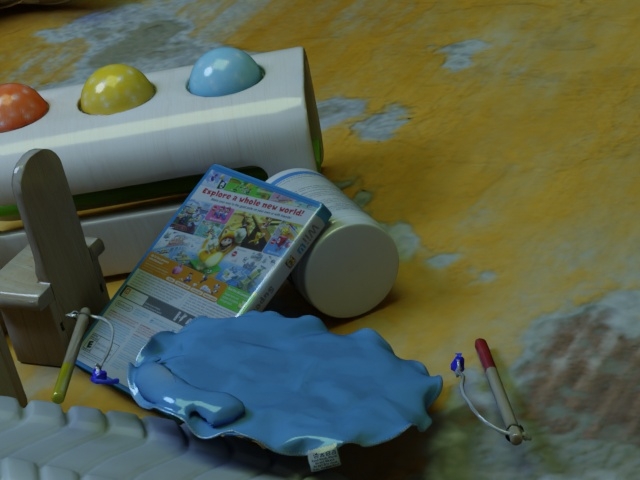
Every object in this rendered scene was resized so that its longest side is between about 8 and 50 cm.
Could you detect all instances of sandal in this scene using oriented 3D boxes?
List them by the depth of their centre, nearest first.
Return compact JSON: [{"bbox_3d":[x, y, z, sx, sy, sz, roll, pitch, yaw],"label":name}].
[{"bbox_3d":[-0.164,0.152,0.967,0.416,0.102,0.169,8,12,5],"label":"sandal"}]

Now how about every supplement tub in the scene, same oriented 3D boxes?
[{"bbox_3d":[0.000,0.000,1.199,0.071,0.071,0.107,-22,29,-14],"label":"supplement tub"}]

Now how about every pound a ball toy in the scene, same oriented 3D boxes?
[{"bbox_3d":[-0.162,-0.080,1.337,0.319,0.136,0.208,-8,29,4],"label":"pound a ball toy"}]

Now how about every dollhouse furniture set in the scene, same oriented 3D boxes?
[{"bbox_3d":[-0.371,0.043,1.177,0.355,0.174,0.303,5,33,30],"label":"dollhouse furniture set"}]

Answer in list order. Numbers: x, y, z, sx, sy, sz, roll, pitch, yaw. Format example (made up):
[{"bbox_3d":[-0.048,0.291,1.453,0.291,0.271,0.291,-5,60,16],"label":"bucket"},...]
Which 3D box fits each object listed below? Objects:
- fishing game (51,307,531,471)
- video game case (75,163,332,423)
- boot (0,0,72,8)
[{"bbox_3d":[-0.020,0.088,1.030,0.264,0.041,0.189,4,19,-7],"label":"fishing game"},{"bbox_3d":[-0.079,0.031,1.162,0.119,0.015,0.166,21,71,47],"label":"video game case"},{"bbox_3d":[-0.357,-0.266,1.755,0.262,0.095,0.203,6,17,40],"label":"boot"}]
